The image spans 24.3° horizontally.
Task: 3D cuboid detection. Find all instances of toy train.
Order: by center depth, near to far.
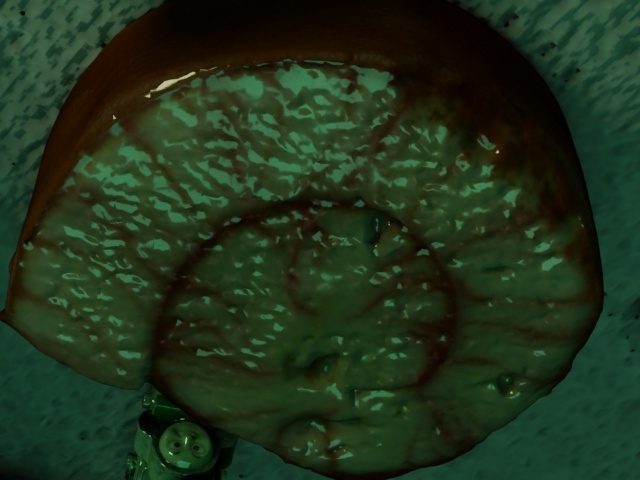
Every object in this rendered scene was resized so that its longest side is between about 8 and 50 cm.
[{"bbox_3d":[-0.100,0.169,1.001,0.071,0.104,0.178,11,128,-5],"label":"toy train"}]

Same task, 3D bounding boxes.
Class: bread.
[{"bbox_3d":[0.004,-0.001,0.856,0.328,0.114,0.295,30,121,-23],"label":"bread"}]
